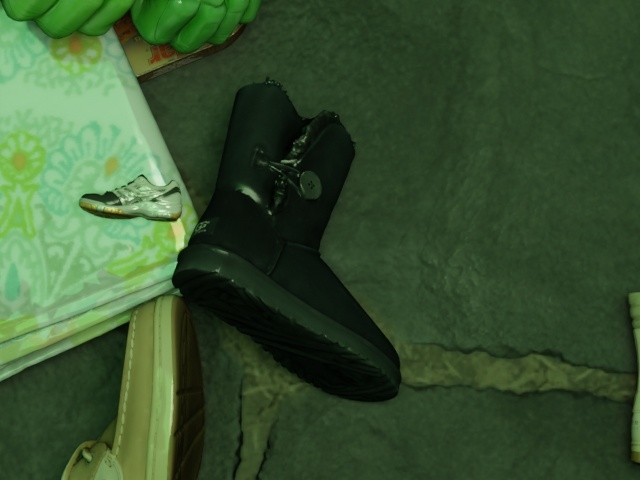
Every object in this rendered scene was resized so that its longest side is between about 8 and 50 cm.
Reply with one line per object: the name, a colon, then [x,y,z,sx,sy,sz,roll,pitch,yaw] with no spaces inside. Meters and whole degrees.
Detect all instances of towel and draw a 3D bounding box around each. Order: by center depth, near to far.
towel: [-0.299,-0.068,1.023,0.320,0.090,0.375,-24,89,-3]

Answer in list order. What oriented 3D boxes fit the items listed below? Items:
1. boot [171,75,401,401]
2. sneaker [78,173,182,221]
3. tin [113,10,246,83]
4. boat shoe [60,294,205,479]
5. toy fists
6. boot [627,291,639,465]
boot: [0.000,0.000,1.027,0.246,0.094,0.207,37,56,-27]
sneaker: [-0.155,-0.036,0.969,0.083,0.032,0.037,3,82,-11]
tin: [-0.153,-0.206,1.091,0.189,0.040,0.106,-22,79,-5]
boat shoe: [-0.165,0.212,0.974,0.110,0.121,0.341,5,89,6]
toy fists: [-0.158,-0.233,0.966,0.096,0.279,0.142,-21,77,40]
boot: [0.376,0.118,1.040,0.213,0.077,0.165,0,80,1]
